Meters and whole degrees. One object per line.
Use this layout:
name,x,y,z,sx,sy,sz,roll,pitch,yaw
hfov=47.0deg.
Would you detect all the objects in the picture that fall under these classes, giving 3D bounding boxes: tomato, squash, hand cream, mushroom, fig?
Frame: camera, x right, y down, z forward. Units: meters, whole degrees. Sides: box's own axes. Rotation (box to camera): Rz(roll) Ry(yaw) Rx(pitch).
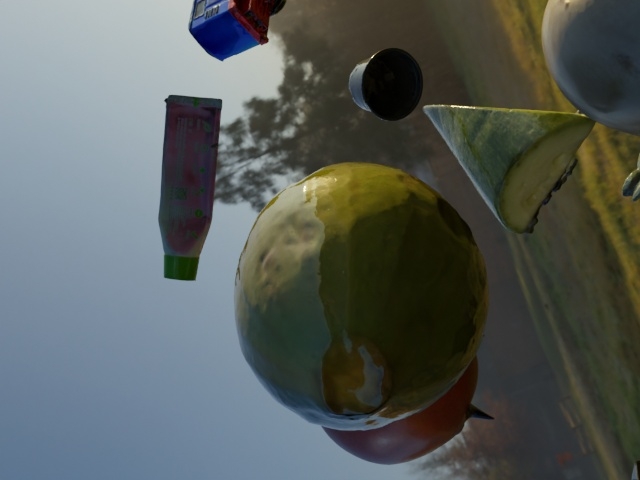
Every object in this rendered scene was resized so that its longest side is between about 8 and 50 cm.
tomato,0.099,0.184,1.035,0.224,0.256,0.256,8,-134,-27
squash,0.193,-0.150,0.872,0.252,0.093,0.169,-113,34,-41
hand cream,-0.202,-0.078,1.106,0.050,0.079,0.275,10,96,63
mushroom,0.265,-0.178,0.515,0.207,0.207,0.215,-13,-71,-79
fig,0.034,0.062,0.649,0.239,0.239,0.271,62,-162,-22

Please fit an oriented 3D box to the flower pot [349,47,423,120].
flower pot,0.138,-0.349,1.647,0.157,0.157,0.107,62,164,-22

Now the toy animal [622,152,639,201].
toy animal,0.720,-0.193,1.550,0.125,0.251,0.127,23,-170,-5

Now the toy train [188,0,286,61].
toy train,-0.116,-0.377,1.088,0.082,0.131,0.204,39,-135,-44

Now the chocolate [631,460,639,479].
chocolate,0.621,0.479,1.329,0.149,0.125,0.080,-108,31,-66
